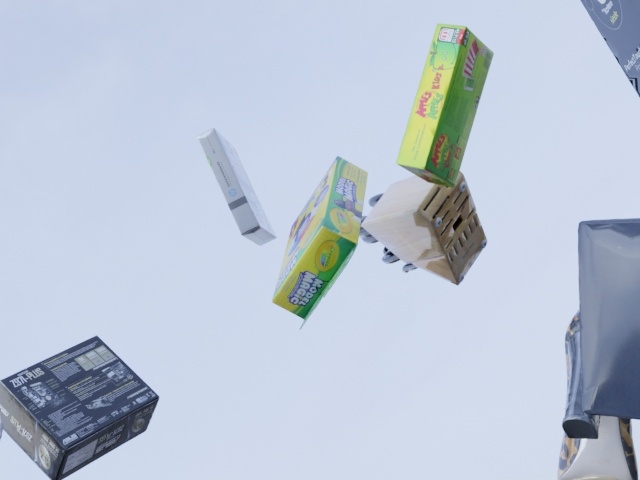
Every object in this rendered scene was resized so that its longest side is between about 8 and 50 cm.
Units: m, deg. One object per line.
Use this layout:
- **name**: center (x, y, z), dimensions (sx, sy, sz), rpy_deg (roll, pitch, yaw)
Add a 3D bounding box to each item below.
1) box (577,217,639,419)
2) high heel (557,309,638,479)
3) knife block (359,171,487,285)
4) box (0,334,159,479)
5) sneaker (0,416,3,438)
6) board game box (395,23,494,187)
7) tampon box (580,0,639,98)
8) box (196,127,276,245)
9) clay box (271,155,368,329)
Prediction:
- **box**: center (0.456, 0.063, 0.908), dimensions (0.343, 0.179, 0.312), rpy_deg (-2, 1, 43)
- **high heel**: center (0.333, 0.200, 1.216), dimensions (0.093, 0.186, 0.261), rpy_deg (2, -40, 23)
- **knife block**: center (0.120, -0.041, 1.554), dimensions (0.088, 0.242, 0.275), rpy_deg (-55, -33, -16)
- **box**: center (-0.349, 0.237, 1.474), dimensions (0.180, 0.147, 0.077), rpy_deg (-26, -31, -49)
- **sneaker**: center (-0.463, 0.144, 1.249), dimensions (0.094, 0.235, 0.153), rpy_deg (-19, -26, -18)
- **board game box**: center (0.156, -0.166, 1.282), dimensions (0.092, 0.043, 0.181), rpy_deg (21, -96, -56)
- **tampon box**: center (0.207, -0.103, 0.471), dimensions (0.101, 0.161, 0.120), rpy_deg (-27, -10, -5)
- **box**: center (-0.141, -0.088, 1.748), dimensions (0.038, 0.186, 0.145), rpy_deg (-25, -10, 5)
- **clay box**: center (0.000, 0.000, 1.267), dimensions (0.053, 0.222, 0.127), rpy_deg (29, -62, -9)
